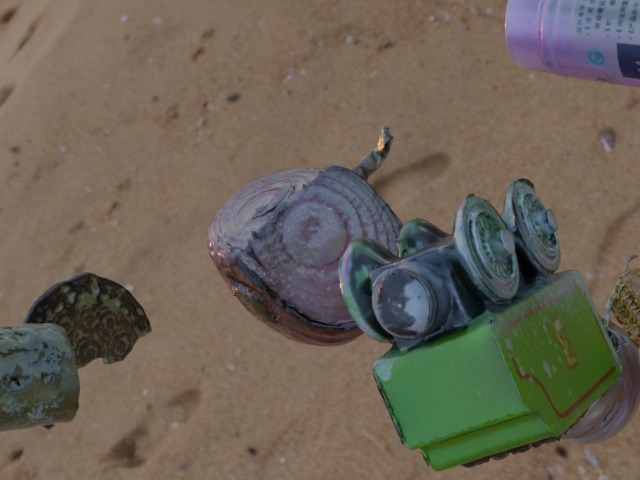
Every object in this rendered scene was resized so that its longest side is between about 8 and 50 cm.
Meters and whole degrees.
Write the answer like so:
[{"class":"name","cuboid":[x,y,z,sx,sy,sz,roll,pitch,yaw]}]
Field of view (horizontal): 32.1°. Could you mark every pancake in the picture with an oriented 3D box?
[{"class":"pancake","cuboid":[-0.283,0.130,1.336,0.020,0.190,0.184,-3,87,48]}]

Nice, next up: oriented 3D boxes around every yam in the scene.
[{"class":"yam","cuboid":[-0.348,0.142,1.108,0.107,0.194,0.107,10,101,56]}]

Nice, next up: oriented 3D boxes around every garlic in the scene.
[{"class":"garlic","cuboid":[0.327,0.137,1.474,0.207,0.207,0.257,3,84,43]}]

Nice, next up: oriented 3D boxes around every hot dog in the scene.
[{"class":"hot dog","cuboid":[0.379,0.101,1.250,0.165,0.045,0.071,-114,32,-48]}]

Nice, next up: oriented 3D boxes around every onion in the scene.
[{"class":"onion","cuboid":[-0.020,0.023,1.525,0.272,0.256,0.230,-21,-1,-24]}]

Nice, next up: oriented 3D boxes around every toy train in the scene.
[{"class":"toy train","cuboid":[0.158,0.081,1.081,0.173,0.307,0.249,-24,86,31]}]

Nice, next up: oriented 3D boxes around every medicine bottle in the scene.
[{"class":"medicine bottle","cuboid":[0.379,-0.274,1.412,0.254,0.152,0.152,16,73,38]}]
